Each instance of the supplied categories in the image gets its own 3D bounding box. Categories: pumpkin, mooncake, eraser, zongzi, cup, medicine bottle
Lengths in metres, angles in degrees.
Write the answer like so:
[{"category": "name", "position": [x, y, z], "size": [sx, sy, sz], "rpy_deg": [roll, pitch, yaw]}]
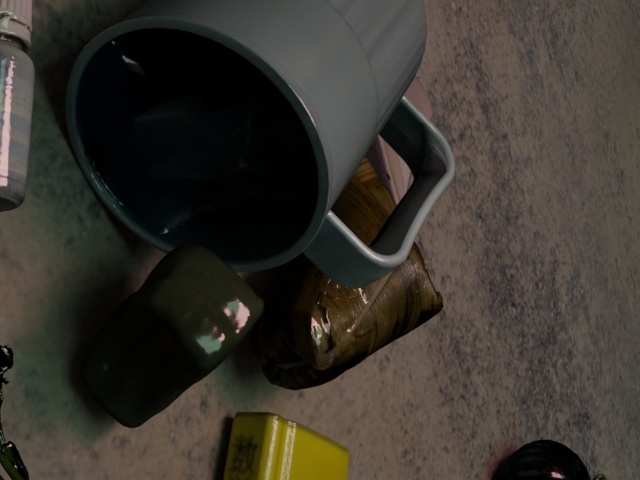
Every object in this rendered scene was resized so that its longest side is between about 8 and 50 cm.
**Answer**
[{"category": "pumpkin", "position": [0.346, 0.399, 1.717], "size": [0.194, 0.150, 0.194], "rpy_deg": [2, 86, -34]}, {"category": "mooncake", "position": [-0.138, 0.088, 1.022], "size": [0.104, 0.175, 0.168], "rpy_deg": [42, 5, -10]}, {"category": "eraser", "position": [0.078, -0.157, 1.466], "size": [0.243, 0.059, 0.204], "rpy_deg": [57, 42, -48]}, {"category": "eraser", "position": [-0.045, 0.304, 1.206], "size": [0.158, 0.069, 0.226], "rpy_deg": [35, 56, -47]}, {"category": "zongzi", "position": [0.000, 0.000, 1.278], "size": [0.286, 0.134, 0.288], "rpy_deg": [-25, 99, -56]}, {"category": "cup", "position": [-0.023, -0.148, 1.106], "size": [0.311, 0.331, 0.257], "rpy_deg": [-56, 166, -48]}, {"category": "medicine bottle", "position": [-0.275, -0.128, 0.928], "size": [0.083, 0.083, 0.203], "rpy_deg": [21, 68, -53]}]

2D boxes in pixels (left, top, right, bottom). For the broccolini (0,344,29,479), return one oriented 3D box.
[{"category": "broccolini", "position": [-0.238, 0.171, 0.950], "size": [0.271, 0.062, 0.123], "rpy_deg": [37, 69, -40]}]
